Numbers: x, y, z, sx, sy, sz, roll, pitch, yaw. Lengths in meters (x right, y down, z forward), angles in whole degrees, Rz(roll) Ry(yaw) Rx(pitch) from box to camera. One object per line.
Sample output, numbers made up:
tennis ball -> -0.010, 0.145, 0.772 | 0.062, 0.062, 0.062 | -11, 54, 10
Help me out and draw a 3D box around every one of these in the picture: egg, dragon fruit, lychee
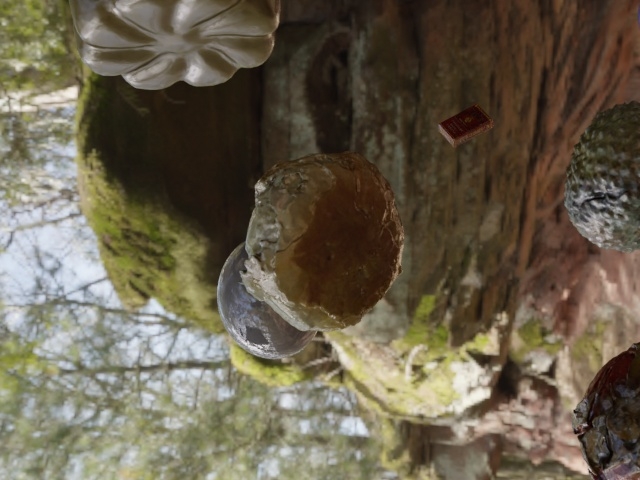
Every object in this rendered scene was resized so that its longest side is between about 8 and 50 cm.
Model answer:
egg -> -0.071, 0.075, 1.118 | 0.146, 0.146, 0.199 | 76, 180, -48
dragon fruit -> 0.362, 0.212, 0.891 | 0.224, 0.148, 0.218 | 26, 103, 57
lychee -> 0.527, -0.109, 1.343 | 0.255, 0.255, 0.274 | 72, -173, -55

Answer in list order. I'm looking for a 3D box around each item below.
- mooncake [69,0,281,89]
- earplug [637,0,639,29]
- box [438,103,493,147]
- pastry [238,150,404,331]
mooncake -> -0.250, -0.410, 1.384 | 0.378, 0.378, 0.201 | 43, -139, -72
earplug -> 0.701, -0.450, 1.247 | 0.215, 0.456, 0.215 | 51, -176, -5
box -> 0.259, -0.206, 1.427 | 0.051, 0.082, 0.023 | 57, 171, 37
pastry -> 0.004, 0.001, 0.653 | 0.081, 0.153, 0.153 | 16, 109, 59
